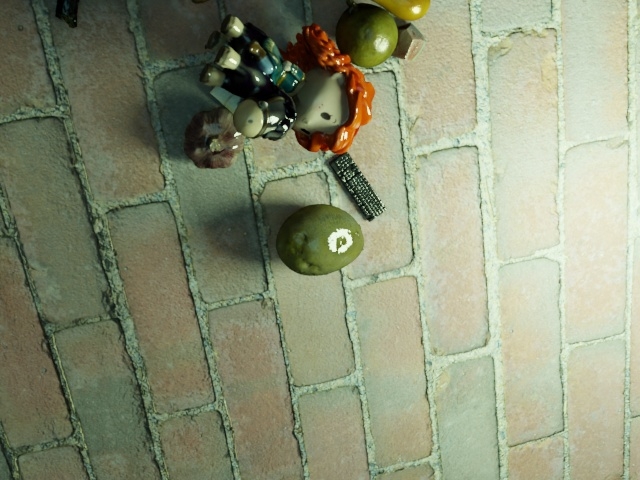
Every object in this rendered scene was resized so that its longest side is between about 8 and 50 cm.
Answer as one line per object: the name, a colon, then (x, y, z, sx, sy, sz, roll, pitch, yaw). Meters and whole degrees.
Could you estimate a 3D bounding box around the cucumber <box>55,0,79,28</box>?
cucumber: (-0.557, -0.568, 1.492, 0.053, 0.053, 0.182, 9, 104, -10)

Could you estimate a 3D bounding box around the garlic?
garlic: (-0.253, -0.242, 1.608, 0.159, 0.102, 0.147, -32, 102, 8)

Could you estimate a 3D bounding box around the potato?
potato: (0.000, 0.000, 1.700, 0.235, 0.160, 0.178, 9, 132, -24)

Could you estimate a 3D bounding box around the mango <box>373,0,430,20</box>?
mango: (0.173, -0.578, 1.552, 0.178, 0.115, 0.090, 23, 145, -10)

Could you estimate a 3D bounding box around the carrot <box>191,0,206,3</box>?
carrot: (-0.221, -0.600, 1.520, 0.186, 0.060, 0.060, -32, 109, 0)

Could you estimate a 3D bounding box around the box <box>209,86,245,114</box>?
box: (-0.176, -0.335, 1.630, 0.167, 0.024, 0.090, 41, 100, -18)

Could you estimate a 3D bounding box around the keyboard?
keyboard: (0.098, -0.138, 1.735, 0.060, 0.018, 0.195, -36, 109, 2)

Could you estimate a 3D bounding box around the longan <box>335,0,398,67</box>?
longan: (0.101, -0.483, 1.543, 0.145, 0.154, 0.176, -48, 127, -23)

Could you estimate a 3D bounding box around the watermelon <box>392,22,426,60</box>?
watermelon: (0.215, -0.473, 1.614, 0.092, 0.072, 0.085, -4, 126, -11)

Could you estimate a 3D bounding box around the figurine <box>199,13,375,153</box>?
figurine: (-0.071, -0.338, 1.485, 0.241, 0.411, 0.306, -46, 65, 35)
